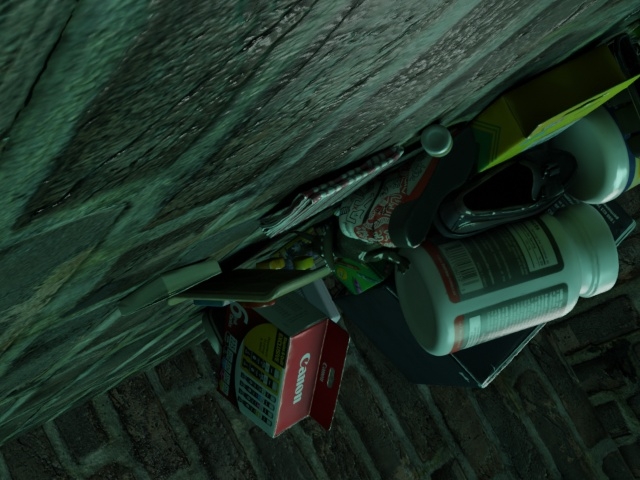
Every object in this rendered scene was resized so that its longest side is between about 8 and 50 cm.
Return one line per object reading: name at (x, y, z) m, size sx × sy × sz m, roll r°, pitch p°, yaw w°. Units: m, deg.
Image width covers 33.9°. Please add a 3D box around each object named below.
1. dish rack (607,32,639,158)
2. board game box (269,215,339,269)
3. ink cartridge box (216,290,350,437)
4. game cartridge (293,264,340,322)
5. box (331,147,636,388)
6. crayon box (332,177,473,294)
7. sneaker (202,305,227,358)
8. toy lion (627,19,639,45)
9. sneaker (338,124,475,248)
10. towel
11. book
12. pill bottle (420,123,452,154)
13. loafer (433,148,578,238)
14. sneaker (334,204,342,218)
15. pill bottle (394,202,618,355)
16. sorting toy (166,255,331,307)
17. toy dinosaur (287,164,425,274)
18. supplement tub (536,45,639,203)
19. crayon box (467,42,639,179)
dish rack at (0.573, -0.261, 1.756) m, size 0.271 × 0.208 × 0.074 m, roll -26°, pitch -174°, yaw -39°
board game box at (0.000, 0.000, 2.063) m, size 0.141 × 0.048 × 0.170 m, roll -27°, pitch 175°, yaw -38°
ink cartridge box at (-0.090, 0.277, 2.387) m, size 0.130 × 0.272 × 0.309 m, roll -25°, pitch 137°, yaw -40°
game cartridge at (-0.083, 0.194, 2.770) m, size 0.297 × 0.198 × 0.062 m, roll -32°, pitch 175°, yaw 39°
box at (0.327, 0.052, 2.250) m, size 0.472 × 0.297 × 0.480 m, roll -46°, pitch -176°, yaw -13°
crayon box at (0.155, -0.027, 2.039) m, size 0.278 × 0.081 × 0.165 m, roll -46°, pitch -177°, yaw -20°
sneaker at (-0.206, 0.202, 2.596) m, size 0.127 × 0.126 × 0.321 m, roll -26°, pitch -177°, yaw 4°
toy lion at (0.522, -0.341, 1.610) m, size 0.096 × 0.034 × 0.100 m, roll -39°, pitch 172°, yaw 23°
sneaker at (0.132, -0.095, 1.649) m, size 0.145 × 0.090 × 0.270 m, roll 7°, pitch -134°, yaw 34°
towel at (0.016, -0.073, 1.491) m, size 0.197 × 0.029 × 0.144 m, roll -29°, pitch 177°, yaw -35°
book at (-0.225, 0.069, 1.567) m, size 0.096 × 0.035 × 0.144 m, roll -27°, pitch 178°, yaw 29°
pill bottle at (0.169, -0.143, 1.521) m, size 0.043 × 0.043 × 0.083 m, roll -30°, pitch 176°, yaw 8°
loafer at (0.335, -0.087, 1.807) m, size 0.303 × 0.109 × 0.095 m, roll -23°, pitch 170°, yaw -23°
sneaker at (0.098, -0.064, 1.876) m, size 0.144 × 0.059 × 0.053 m, roll -30°, pitch 173°, yaw 7°
pill bottle at (0.335, 0.061, 1.895) m, size 0.363 × 0.210 × 0.210 m, roll -15°, pitch 172°, yaw -15°
sorting toy at (-0.098, 0.075, 1.873) m, size 0.229 × 0.041 × 0.307 m, roll -5°, pitch -172°, yaw 29°
toy dinosaur at (0.095, -0.034, 1.775) m, size 0.160 × 0.121 × 0.313 m, roll 15°, pitch 133°, yaw -33°
supplement tub at (0.579, -0.228, 1.945) m, size 0.316 × 0.228 × 0.228 m, roll -28°, pitch 175°, yaw -20°
crayon box at (0.353, -0.209, 1.689) m, size 0.202 × 0.081 × 0.318 m, roll -27°, pitch 176°, yaw -15°
